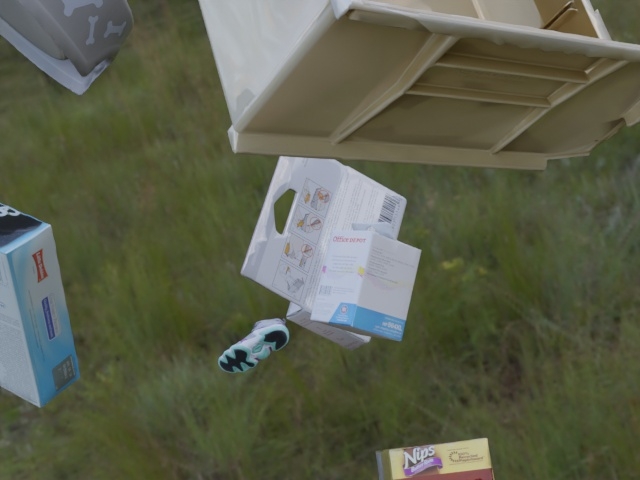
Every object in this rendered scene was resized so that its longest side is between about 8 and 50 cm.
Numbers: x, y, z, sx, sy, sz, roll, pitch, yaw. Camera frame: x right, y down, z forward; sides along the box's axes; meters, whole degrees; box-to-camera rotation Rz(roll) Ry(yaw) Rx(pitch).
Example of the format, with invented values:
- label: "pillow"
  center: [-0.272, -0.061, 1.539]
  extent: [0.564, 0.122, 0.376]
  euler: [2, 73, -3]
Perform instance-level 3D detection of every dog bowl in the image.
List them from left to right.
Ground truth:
- label: "dog bowl"
  center: [-0.357, -0.319, 1.214]
  extent: [0.102, 0.349, 0.349]
  euler: [-49, 14, -10]

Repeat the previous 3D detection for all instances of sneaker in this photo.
- label: "sneaker"
  center: [-0.083, 0.130, 1.360]
  extent: [0.098, 0.038, 0.069]
  euler: [-26, 17, 6]

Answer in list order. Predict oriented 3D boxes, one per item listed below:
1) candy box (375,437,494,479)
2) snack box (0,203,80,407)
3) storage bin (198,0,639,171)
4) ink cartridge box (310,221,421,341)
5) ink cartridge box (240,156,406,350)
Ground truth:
- label: "candy box"
  center: [0.125, 0.255, 1.209]
  extent: [0.109, 0.053, 0.186]
  euler: [-6, -10, -2]
- label: "snack box"
  center: [-0.383, 0.022, 1.055]
  extent: [0.322, 0.187, 0.060]
  euler: [21, 41, 27]
- label: "storage bin"
  center: [0.054, -0.182, 0.595]
  extent: [0.260, 0.262, 0.123]
  euler: [0, -28, -35]
- label: "ink cartridge box"
  center: [0.062, 0.049, 1.398]
  extent: [0.090, 0.143, 0.092]
  euler: [20, -10, -35]
- label: "ink cartridge box"
  center: [0.000, 0.000, 1.824]
  extent: [0.066, 0.261, 0.296]
  euler: [-31, 36, 53]
